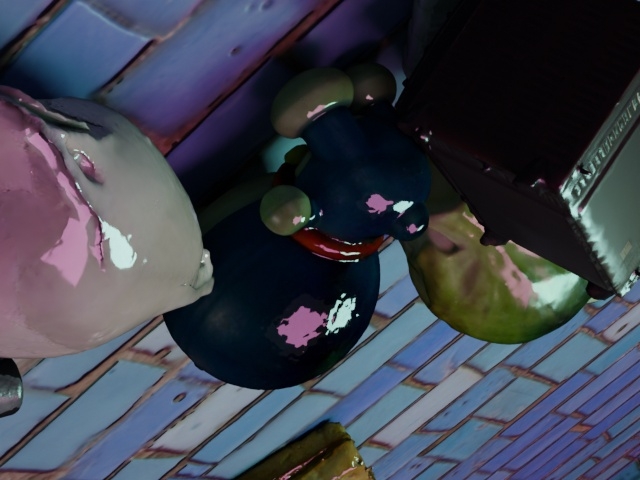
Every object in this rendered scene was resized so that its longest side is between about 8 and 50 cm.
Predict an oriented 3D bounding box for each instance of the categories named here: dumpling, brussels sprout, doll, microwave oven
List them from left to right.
[{"bbox_3d":[-0.225,0.005,0.972,0.260,0.181,0.341,-21,180,8],"label":"dumpling"},{"bbox_3d":[-0.024,0.007,1.182,0.198,0.186,0.322,-18,153,-51],"label":"doll"},{"bbox_3d":[0.181,-0.012,1.391,0.219,0.210,0.271,-46,139,13],"label":"brussels sprout"},{"bbox_3d":[0.195,-0.091,1.130,0.178,0.188,0.247,-58,149,-8],"label":"microwave oven"}]

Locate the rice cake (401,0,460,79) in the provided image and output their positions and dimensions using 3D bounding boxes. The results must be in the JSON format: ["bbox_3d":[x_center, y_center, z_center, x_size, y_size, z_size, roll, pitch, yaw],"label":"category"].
[{"bbox_3d":[0.160,-0.221,1.174,0.198,0.037,0.189,-25,153,-19],"label":"rice cake"}]

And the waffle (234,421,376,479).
[{"bbox_3d":[-0.074,0.392,1.910,0.327,0.098,0.224,-34,156,-4],"label":"waffle"}]

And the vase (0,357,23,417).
[{"bbox_3d":[-0.360,0.145,1.163,0.211,0.060,0.060,-12,147,-40],"label":"vase"}]

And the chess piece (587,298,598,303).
[{"bbox_3d":[0.315,-0.041,1.591,0.133,0.133,0.243,-27,149,-16],"label":"chess piece"}]
